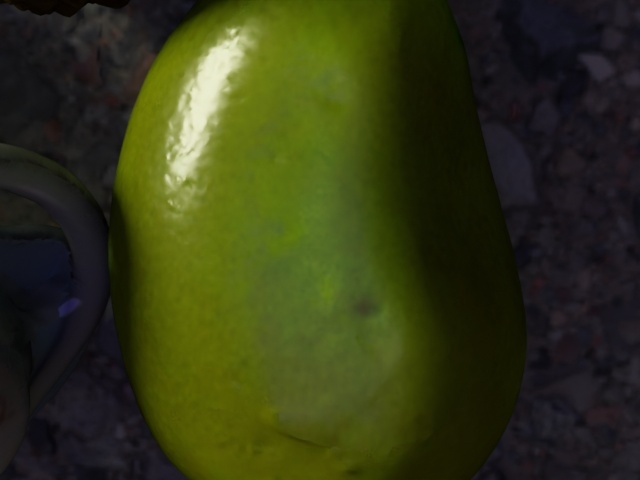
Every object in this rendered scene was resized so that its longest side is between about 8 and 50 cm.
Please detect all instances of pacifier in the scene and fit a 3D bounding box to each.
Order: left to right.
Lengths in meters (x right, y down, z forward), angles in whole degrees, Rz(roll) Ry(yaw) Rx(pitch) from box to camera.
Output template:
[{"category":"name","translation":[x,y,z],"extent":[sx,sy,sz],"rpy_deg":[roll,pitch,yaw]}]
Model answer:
[{"category":"pacifier","translation":[-0.234,0.011,0.600],"extent":[0.238,0.287,0.226],"rpy_deg":[-48,61,9]}]

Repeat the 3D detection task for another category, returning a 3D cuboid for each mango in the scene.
[{"category":"mango","translation":[-0.007,0.005,0.594],"extent":[0.185,0.149,0.273],"rpy_deg":[-13,99,11]}]

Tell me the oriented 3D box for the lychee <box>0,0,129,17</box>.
[{"category":"lychee","translation":[-0.107,-0.205,0.519],"extent":[0.200,0.200,0.238],"rpy_deg":[10,125,2]}]
